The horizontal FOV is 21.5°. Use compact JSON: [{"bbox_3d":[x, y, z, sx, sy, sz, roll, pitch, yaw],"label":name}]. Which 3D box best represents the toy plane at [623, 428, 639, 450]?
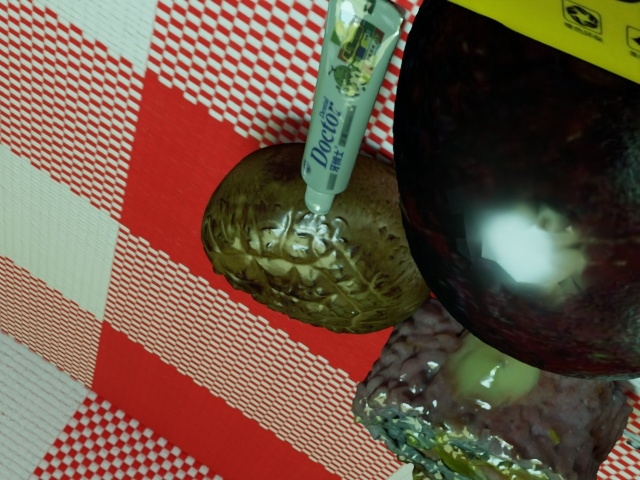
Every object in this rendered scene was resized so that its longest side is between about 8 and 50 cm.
[{"bbox_3d":[0.376,0.258,1.736,0.273,0.107,0.182,52,159,-27],"label":"toy plane"}]

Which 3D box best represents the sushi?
[{"bbox_3d":[0.179,0.167,1.719,0.270,0.171,0.236,23,157,22],"label":"sushi"}]

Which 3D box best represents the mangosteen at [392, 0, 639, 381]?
[{"bbox_3d":[0.191,-0.057,1.038,0.300,0.300,0.300,29,160,12],"label":"mangosteen"}]

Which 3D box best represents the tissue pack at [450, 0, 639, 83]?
[{"bbox_3d":[0.220,-0.194,0.745,0.382,0.228,0.293,28,161,20],"label":"tissue pack"}]

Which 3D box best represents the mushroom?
[{"bbox_3d":[0.000,0.000,1.652,0.253,0.153,0.253,21,161,8],"label":"mushroom"}]

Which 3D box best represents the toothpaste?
[{"bbox_3d":[0.017,-0.112,1.431,0.067,0.037,0.255,33,140,15],"label":"toothpaste"}]
